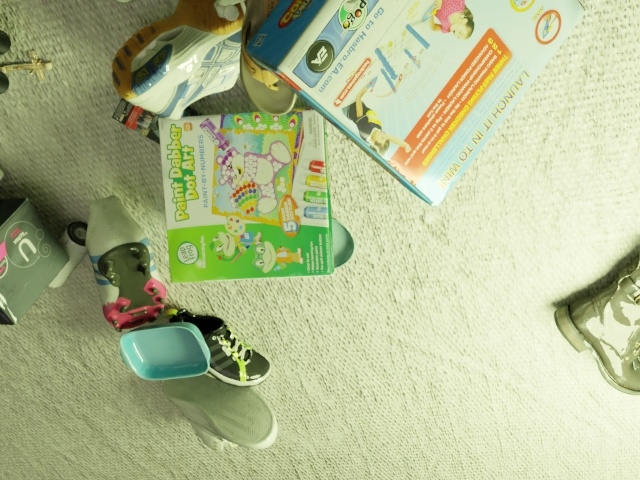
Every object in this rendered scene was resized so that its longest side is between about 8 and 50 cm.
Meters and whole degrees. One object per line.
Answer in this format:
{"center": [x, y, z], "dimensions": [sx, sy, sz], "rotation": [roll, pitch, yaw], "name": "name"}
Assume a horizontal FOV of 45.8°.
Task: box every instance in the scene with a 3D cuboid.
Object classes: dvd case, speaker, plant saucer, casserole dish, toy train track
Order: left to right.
{"center": [-0.443, -0.258, 1.137], "dimensions": [0.083, 0.014, 0.048], "rotation": [-1, 129, 10], "name": "toy train track"}
{"center": [-0.454, 0.027, 1.352], "dimensions": [0.055, 0.055, 0.136], "rotation": [33, 127, -18], "name": "speaker"}
{"center": [-0.250, -0.191, 1.166], "dimensions": [0.119, 0.013, 0.087], "rotation": [29, 128, -15], "name": "dvd case"}
{"center": [-0.283, 0.201, 1.401], "dimensions": [0.188, 0.037, 0.114], "rotation": [-10, 115, 21], "name": "casserole dish"}
{"center": [0.000, 0.000, 1.283], "dimensions": [0.119, 0.021, 0.119], "rotation": [4, 131, 5], "name": "plant saucer"}

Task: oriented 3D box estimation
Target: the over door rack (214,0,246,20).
{"center": [0.030, -0.324, 0.885], "dimensions": [0.324, 0.108, 0.240], "rotation": [-23, 127, -2], "name": "over door rack"}

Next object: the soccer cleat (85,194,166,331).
{"center": [-0.341, 0.043, 1.328], "dimensions": [0.115, 0.143, 0.331], "rotation": [-17, 155, -18], "name": "soccer cleat"}

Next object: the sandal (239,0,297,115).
{"center": [-0.059, -0.219, 0.862], "dimensions": [0.072, 0.049, 0.180], "rotation": [6, 130, 1], "name": "sandal"}

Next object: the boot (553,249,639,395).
{"center": [0.552, 0.140, 1.275], "dimensions": [0.263, 0.091, 0.229], "rotation": [37, 126, -19], "name": "boot"}

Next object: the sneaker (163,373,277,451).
{"center": [-0.174, 0.365, 1.517], "dimensions": [0.292, 0.108, 0.169], "rotation": [18, 145, 40], "name": "sneaker"}

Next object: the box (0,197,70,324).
{"center": [-0.595, 0.036, 1.274], "dimensions": [0.270, 0.165, 0.143], "rotation": [-2, 131, 27], "name": "box"}

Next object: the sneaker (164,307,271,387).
{"center": [-0.192, 0.200, 1.440], "dimensions": [0.234, 0.084, 0.097], "rotation": [25, 128, -12], "name": "sneaker"}

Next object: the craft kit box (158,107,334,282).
{"center": [-0.108, -0.066, 1.132], "dimensions": [0.246, 0.061, 0.250], "rotation": [-3, 95, 8], "name": "craft kit box"}

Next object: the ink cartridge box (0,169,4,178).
{"center": [-0.654, -0.080, 1.175], "dimensions": [0.171, 0.233, 0.168], "rotation": [-16, 124, 21], "name": "ink cartridge box"}

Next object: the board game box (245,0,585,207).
{"center": [0.121, -0.243, 0.873], "dimensions": [0.302, 0.086, 0.308], "rotation": [35, 94, -40], "name": "board game box"}

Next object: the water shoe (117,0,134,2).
{"center": [-0.278, -0.398, 0.957], "dimensions": [0.080, 0.073, 0.203], "rotation": [-18, 126, 19], "name": "water shoe"}

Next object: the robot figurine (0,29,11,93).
{"center": [-0.582, -0.260, 1.050], "dimensions": [0.278, 0.209, 0.174], "rotation": [4, 143, 4], "name": "robot figurine"}

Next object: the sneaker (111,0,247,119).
{"center": [-0.141, -0.277, 1.036], "dimensions": [0.296, 0.112, 0.131], "rotation": [-29, 153, 17], "name": "sneaker"}
